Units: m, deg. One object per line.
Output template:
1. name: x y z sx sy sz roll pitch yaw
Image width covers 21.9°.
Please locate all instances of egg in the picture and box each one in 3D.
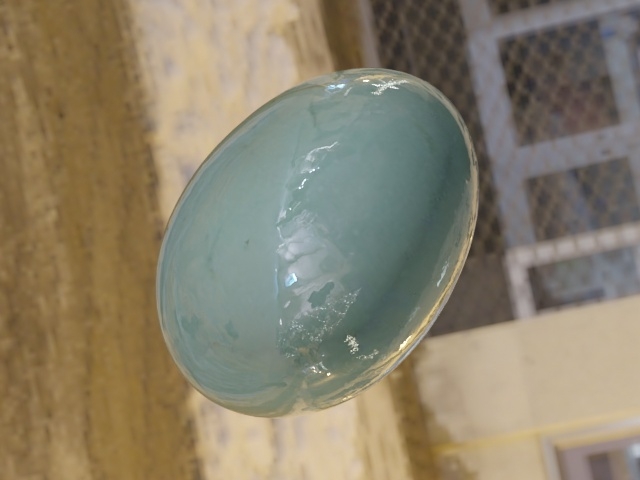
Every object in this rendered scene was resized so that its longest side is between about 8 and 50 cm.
1. egg: 0.000 0.000 0.988 0.168 0.231 0.168 38 -6 5
